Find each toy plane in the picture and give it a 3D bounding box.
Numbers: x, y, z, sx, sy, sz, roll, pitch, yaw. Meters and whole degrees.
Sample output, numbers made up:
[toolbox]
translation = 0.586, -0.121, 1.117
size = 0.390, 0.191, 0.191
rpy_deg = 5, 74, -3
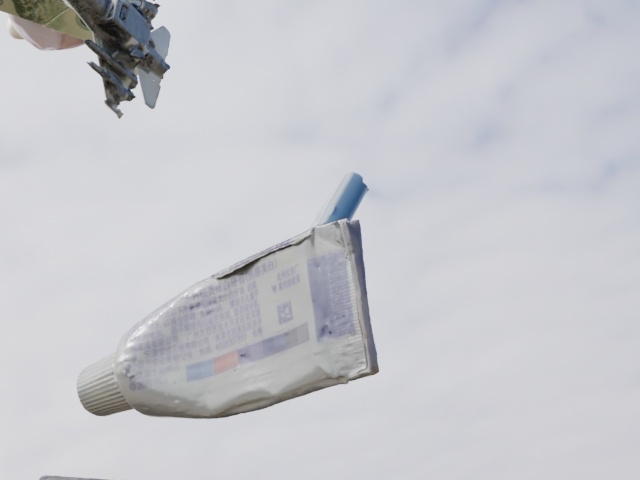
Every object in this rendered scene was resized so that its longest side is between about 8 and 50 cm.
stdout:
[toy plane]
translation = -0.199, -0.212, 1.255
size = 0.082, 0.160, 0.234
rpy_deg = 4, -21, 18

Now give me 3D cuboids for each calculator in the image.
[calculator]
translation = 0.000, 0.000, 1.610
size = 0.039, 0.210, 0.121
rpy_deg = 32, -45, -2

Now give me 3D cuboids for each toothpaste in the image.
[toothpaste]
translation = -0.074, 0.074, 0.935
size = 0.282, 0.099, 0.068
rpy_deg = -22, 6, 36

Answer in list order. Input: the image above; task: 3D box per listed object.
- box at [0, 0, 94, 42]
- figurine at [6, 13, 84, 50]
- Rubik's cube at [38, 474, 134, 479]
[box]
translation = -0.336, -0.331, 1.454
size = 0.256, 0.164, 0.069
rpy_deg = 18, -42, -8
[figurine]
translation = -0.316, -0.326, 1.649
size = 0.133, 0.276, 0.200
rpy_deg = 37, -64, -12
[Rubik's cube]
translation = -0.067, 0.416, 1.065
size = 0.343, 0.337, 0.344
rpy_deg = -4, -33, 29
